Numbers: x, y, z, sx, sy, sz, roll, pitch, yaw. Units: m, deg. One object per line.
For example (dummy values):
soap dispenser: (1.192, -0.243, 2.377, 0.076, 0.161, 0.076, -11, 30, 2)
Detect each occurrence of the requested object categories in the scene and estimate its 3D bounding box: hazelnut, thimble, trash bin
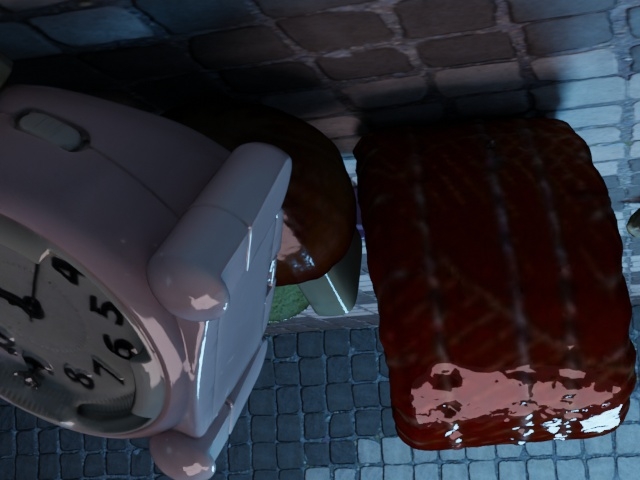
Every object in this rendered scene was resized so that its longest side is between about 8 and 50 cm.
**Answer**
hazelnut: (-0.071, -0.050, 0.950, 0.212, 0.180, 0.181, 6, -150, 20)
thimble: (0.162, 0.040, 1.044, 0.231, 0.350, 0.350, -7, 170, 3)
trash bin: (0.000, 0.000, 1.111, 0.059, 0.116, 0.130, -4, 144, 18)

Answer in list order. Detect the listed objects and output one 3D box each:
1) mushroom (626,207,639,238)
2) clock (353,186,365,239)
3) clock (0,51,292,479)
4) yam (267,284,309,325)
mushroom: (0.508, -0.029, 1.428, 0.116, 0.093, 0.225, -21, 174, -28)
clock: (0.067, -0.034, 1.381, 0.153, 0.050, 0.110, 1, 169, -21)
clock: (-0.202, 0.014, 0.808, 0.326, 0.184, 0.342, 18, 134, 7)
yam: (-0.129, 0.059, 1.554, 0.161, 0.161, 0.268, 4, 169, -35)
